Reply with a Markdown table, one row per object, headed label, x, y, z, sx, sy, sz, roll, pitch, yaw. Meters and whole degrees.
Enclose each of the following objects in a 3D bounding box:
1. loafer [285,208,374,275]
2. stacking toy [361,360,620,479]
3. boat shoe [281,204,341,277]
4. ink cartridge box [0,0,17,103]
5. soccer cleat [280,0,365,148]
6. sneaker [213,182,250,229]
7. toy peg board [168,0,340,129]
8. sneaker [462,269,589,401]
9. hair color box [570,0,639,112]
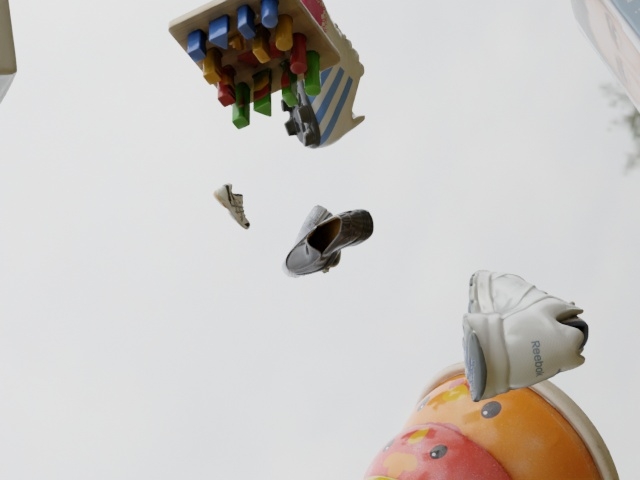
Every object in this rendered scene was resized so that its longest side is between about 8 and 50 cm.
| label | x | y | z | sx | sy | sz | roll | pitch | yaw |
| --- | --- | --- | --- | --- | --- | --- | --- | --- | --- |
| loafer | 0.000 | 0.000 | 1.992 | 0.061 | 0.170 | 0.062 | 6 | -123 | -45 |
| stacking toy | 0.128 | 0.386 | 1.729 | 0.480 | 0.350 | 0.351 | -25 | -56 | -41 |
| boat shoe | -0.006 | 0.021 | 2.146 | 0.083 | 0.075 | 0.226 | -54 | -5 | -19 |
| ink cartridge box | -0.462 | -0.311 | 1.302 | 0.279 | 0.160 | 0.385 | -4 | -104 | -25 |
| soccer cleat | -0.002 | -0.304 | 2.173 | 0.143 | 0.116 | 0.331 | -27 | -49 | -24 |
| sneaker | -0.129 | -0.054 | 2.114 | 0.037 | 0.032 | 0.083 | -42 | -64 | -8 |
| toy peg board | -0.080 | -0.225 | 1.689 | 0.161 | 0.161 | 0.079 | 49 | -153 | -42 |
| sneaker | 0.220 | 0.100 | 1.458 | 0.297 | 0.129 | 0.111 | -64 | -33 | -74 |
| hair color box | 0.364 | -0.149 | 1.264 | 0.113 | 0.374 | 0.185 | -29 | -31 | 3 |
